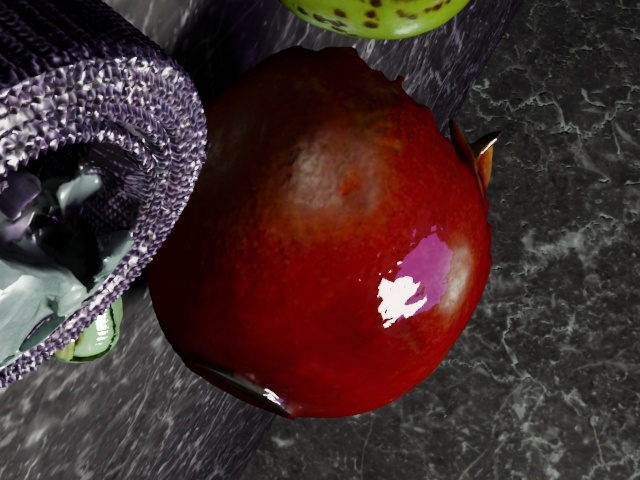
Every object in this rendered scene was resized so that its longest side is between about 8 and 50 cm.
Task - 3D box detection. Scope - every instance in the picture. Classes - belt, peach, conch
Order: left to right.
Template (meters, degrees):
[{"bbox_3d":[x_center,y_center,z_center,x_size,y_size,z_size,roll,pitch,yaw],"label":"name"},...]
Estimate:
[{"bbox_3d":[-0.188,-0.022,0.532,0.260,0.122,0.325,-49,169,-3],"label":"belt"},{"bbox_3d":[-0.216,0.039,0.747,0.106,0.079,0.170,-57,154,-49],"label":"conch"},{"bbox_3d":[-0.010,0.018,0.910,0.310,0.335,0.406,-57,174,-23],"label":"peach"}]

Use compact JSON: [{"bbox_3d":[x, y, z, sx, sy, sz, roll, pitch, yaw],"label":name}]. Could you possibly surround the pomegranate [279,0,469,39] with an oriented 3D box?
[{"bbox_3d":[0.018,-0.282,0.695,0.286,0.231,0.231,11,111,-48],"label":"pomegranate"}]
